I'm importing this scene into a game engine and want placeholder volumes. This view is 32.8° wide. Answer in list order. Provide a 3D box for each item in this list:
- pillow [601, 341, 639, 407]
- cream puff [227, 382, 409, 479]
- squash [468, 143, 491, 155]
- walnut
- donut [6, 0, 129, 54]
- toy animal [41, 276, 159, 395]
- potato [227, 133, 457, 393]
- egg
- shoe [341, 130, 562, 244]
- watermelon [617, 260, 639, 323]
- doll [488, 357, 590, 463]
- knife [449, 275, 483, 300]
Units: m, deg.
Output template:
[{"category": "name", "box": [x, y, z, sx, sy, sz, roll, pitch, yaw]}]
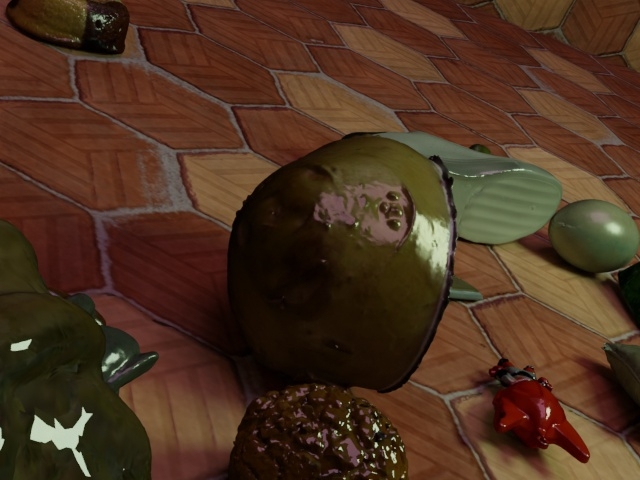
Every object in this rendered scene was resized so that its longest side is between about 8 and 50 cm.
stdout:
[{"category": "pillow", "box": [0.504, 0.216, 1.365, 0.302, 0.075, 0.185, 22, 13, -12]}, {"category": "cream puff", "box": [0.002, 0.182, 0.891, 0.150, 0.115, 0.165, 38, 27, 17]}, {"category": "squash", "box": [0.261, -0.120, 1.832, 0.052, 0.052, 0.183, 27, 24, 1]}, {"category": "walnut", "box": [-0.242, 0.117, 0.611, 0.282, 0.253, 0.277, 34, 26, 18]}, {"category": "donut", "box": [-0.372, -0.344, 1.627, 0.184, 0.073, 0.166, 14, 24, -30]}, {"category": "toy animal", "box": [-0.242, 0.076, 0.870, 0.236, 0.108, 0.138, 34, 26, 18]}, {"category": "potato", "box": [0.000, 0.000, 1.105, 0.196, 0.246, 0.299, 22, 18, -18]}, {"category": "egg", "box": [0.425, -0.008, 1.692, 0.152, 0.114, 0.114, 13, 27, -24]}, {"category": "shoe", "box": [0.186, -0.093, 1.622, 0.363, 0.131, 0.160, 6, 26, -31]}, {"category": "watermelon", "box": [0.643, 0.101, 1.576, 0.292, 0.222, 0.319, 25, 24, -16]}, {"category": "doll", "box": [0.230, 0.178, 1.195, 0.109, 0.057, 0.169, 21, 26, -8]}, {"category": "knife", "box": [0.070, 0.041, 1.348, 0.343, 0.027, 0.061, 12, 26, -35]}]
